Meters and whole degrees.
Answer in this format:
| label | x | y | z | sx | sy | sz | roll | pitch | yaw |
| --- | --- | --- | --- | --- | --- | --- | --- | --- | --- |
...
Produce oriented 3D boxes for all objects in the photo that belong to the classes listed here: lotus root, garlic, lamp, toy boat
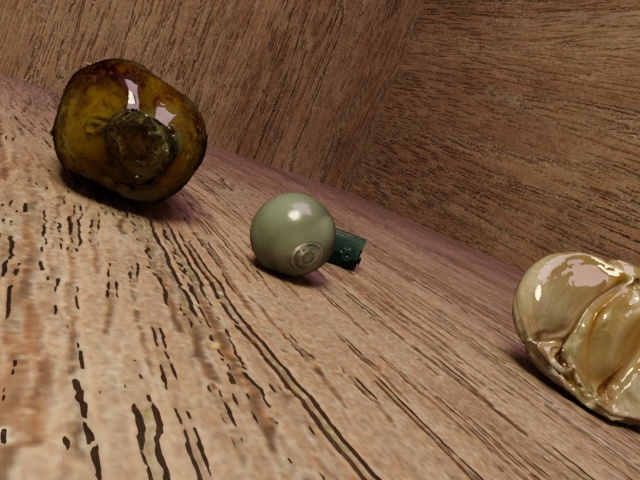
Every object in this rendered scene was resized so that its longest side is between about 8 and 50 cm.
| label | x | y | z | sx | sy | sz | roll | pitch | yaw |
| --- | --- | --- | --- | --- | --- | --- | --- | --- | --- |
| lotus root | -0.273 | -0.161 | 0.671 | 0.196 | 0.179 | 0.397 | 13 | 11 | -29 |
| garlic | 0.336 | 0.124 | 0.565 | 0.229 | 0.178 | 0.142 | 44 | -14 | 20 |
| lamp | -0.033 | -0.007 | 0.568 | 0.105 | 0.105 | 0.105 | 21 | 10 | -4 |
| toy boat | 0.000 | 0.000 | 0.738 | 0.141 | 0.055 | 0.060 | 19 | 17 | -10 |
